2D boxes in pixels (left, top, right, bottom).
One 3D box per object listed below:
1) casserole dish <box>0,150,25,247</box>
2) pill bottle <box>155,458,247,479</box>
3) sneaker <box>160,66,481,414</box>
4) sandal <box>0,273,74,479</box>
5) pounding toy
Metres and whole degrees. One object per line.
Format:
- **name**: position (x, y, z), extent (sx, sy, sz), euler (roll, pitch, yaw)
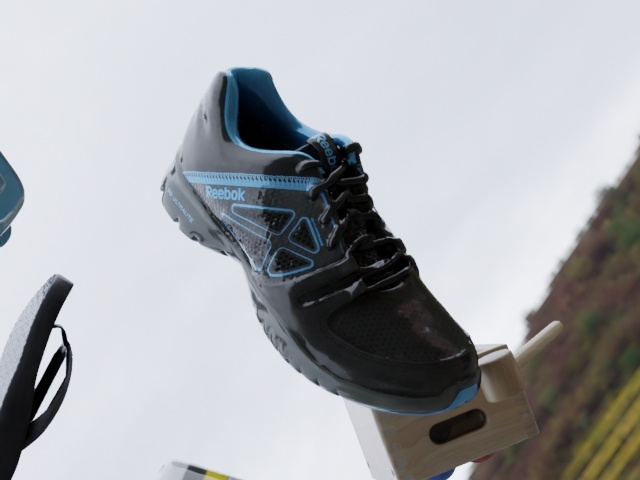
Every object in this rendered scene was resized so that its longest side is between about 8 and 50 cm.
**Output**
- **casserole dish**: position (-0.357, -0.078, 1.702), extent (0.037, 0.188, 0.114), euler (-26, 20, 26)
- **pill bottle**: position (-0.014, 0.219, 1.053), extent (0.119, 0.208, 0.119), euler (17, -90, -89)
- **sneaker**: position (0.000, 0.000, 1.338), extent (0.125, 0.341, 0.140), euler (-20, -38, -43)
- **sandal**: position (-0.265, 0.154, 1.519), extent (0.097, 0.054, 0.255), euler (-15, 57, 68)
- **pounding toy**: position (0.133, 0.141, 1.424), extent (0.181, 0.094, 0.206), euler (-20, 0, -10)
